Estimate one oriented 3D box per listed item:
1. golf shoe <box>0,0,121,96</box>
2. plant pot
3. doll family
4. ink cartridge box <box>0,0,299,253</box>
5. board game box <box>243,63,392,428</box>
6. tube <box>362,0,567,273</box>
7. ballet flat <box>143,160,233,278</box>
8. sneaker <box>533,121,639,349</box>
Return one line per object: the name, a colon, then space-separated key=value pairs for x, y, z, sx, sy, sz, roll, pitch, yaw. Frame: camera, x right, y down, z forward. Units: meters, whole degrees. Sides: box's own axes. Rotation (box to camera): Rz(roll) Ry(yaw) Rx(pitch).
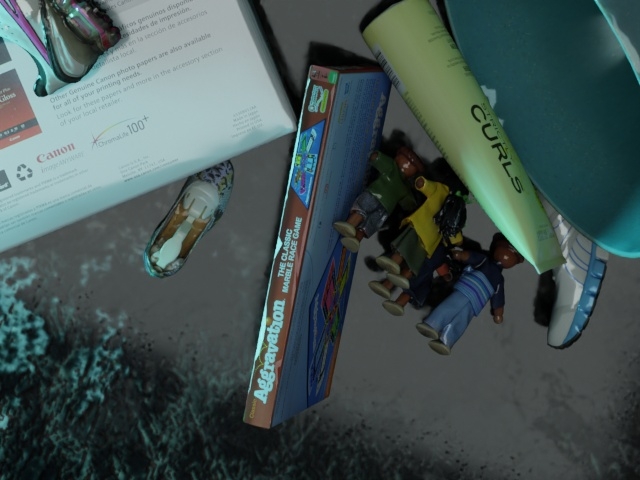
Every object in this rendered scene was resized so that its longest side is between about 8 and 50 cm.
golf shoe: x=-0.236 y=-0.187 z=1.358 sx=0.086 sy=0.067 sz=0.186 roll=-43 pitch=94 yaw=6
plant pot: x=0.246 y=-0.160 z=1.384 sx=0.195 sy=0.290 sz=0.290 roll=-29 pitch=100 yaw=-14
doll family: x=0.094 y=0.003 z=1.505 sx=0.111 sy=0.076 sz=0.193 roll=-51 pitch=138 yaw=-21
ink cartridge box: x=-0.208 y=-0.156 z=1.460 sx=0.309 sy=0.130 sz=0.271 roll=-22 pitch=97 yaw=3
board game box: x=0.000 y=0.000 z=1.484 sx=0.027 sy=0.145 sz=0.281 roll=14 pitch=100 yaw=19
tube: x=0.120 y=-0.079 z=1.469 sx=0.070 sy=0.062 sz=0.240 roll=-27 pitch=81 yaw=-29
ballet flat: x=-0.107 y=-0.016 z=1.532 sx=0.041 sy=0.041 sz=0.114 roll=33 pitch=98 yaw=-6
sneaker: x=0.199 y=-0.007 z=1.529 sx=0.083 sy=0.071 sz=0.190 roll=13 pitch=91 yaw=4
